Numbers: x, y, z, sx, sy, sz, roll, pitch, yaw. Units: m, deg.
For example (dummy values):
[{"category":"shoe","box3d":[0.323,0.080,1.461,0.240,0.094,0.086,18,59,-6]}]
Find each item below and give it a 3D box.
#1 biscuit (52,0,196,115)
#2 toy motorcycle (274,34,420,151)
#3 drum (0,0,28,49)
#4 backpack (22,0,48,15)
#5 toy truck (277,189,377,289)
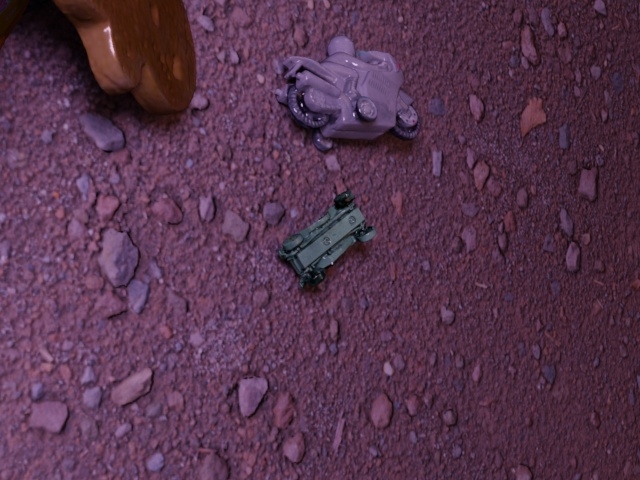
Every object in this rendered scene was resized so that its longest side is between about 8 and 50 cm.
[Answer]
[{"category":"biscuit","box3d":[-0.236,-0.285,1.377,0.355,0.052,0.275,47,36,-66]},{"category":"toy motorcycle","box3d":[0.043,-0.229,1.737,0.260,0.110,0.171,2,66,-40]},{"category":"drum","box3d":[-0.427,-0.321,0.972,0.431,0.214,0.431,4,78,-18]},{"category":"backpack","box3d":[-0.390,-0.345,1.210,0.258,0.133,0.206,34,39,-67]},{"category":"toy truck","box3d":[0.001,-0.001,1.675,0.154,0.078,0.080,-41,106,-29]}]
